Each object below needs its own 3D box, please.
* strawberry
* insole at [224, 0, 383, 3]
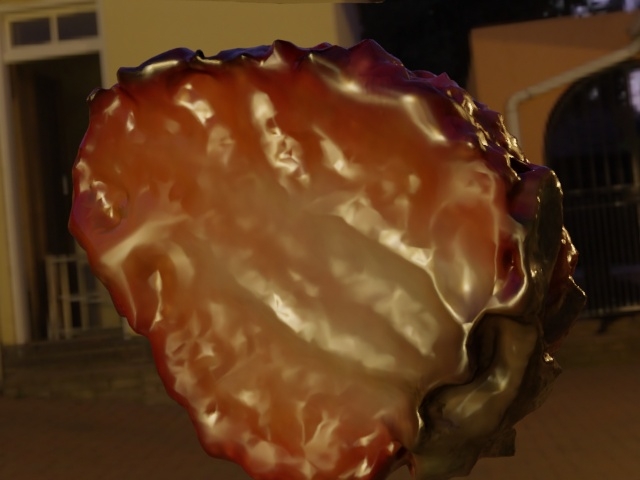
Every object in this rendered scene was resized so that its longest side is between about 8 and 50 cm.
[{"bbox_3d":[0.000,0.000,0.666,0.336,0.265,0.149,29,20,24],"label":"strawberry"},{"bbox_3d":[-0.053,-0.136,0.587,0.193,0.006,0.065,-3,10,-21],"label":"insole"}]
